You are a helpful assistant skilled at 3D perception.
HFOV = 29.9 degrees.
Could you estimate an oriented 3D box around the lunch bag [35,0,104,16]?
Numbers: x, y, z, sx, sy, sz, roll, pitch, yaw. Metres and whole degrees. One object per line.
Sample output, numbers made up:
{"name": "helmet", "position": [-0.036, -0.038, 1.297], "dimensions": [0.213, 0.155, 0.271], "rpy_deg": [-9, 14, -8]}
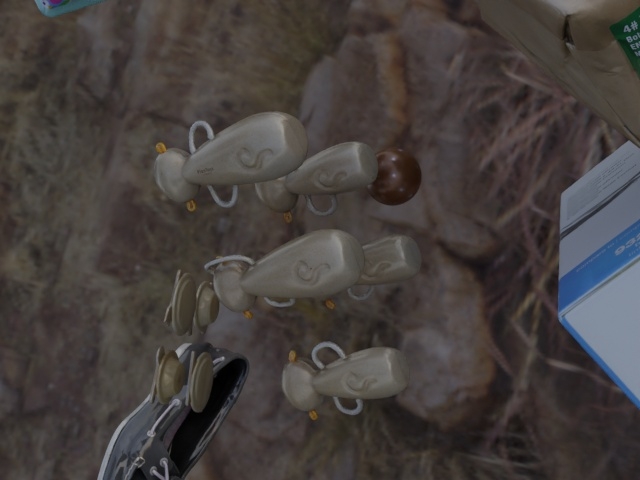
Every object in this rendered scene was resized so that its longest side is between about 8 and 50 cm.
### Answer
{"name": "lunch bag", "position": [-0.173, -0.365, 1.139], "dimensions": [0.160, 0.262, 0.223], "rpy_deg": [54, 153, 25]}

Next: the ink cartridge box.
{"name": "ink cartridge box", "position": [0.324, 0.049, 1.040], "dimensions": [0.129, 0.223, 0.307], "rpy_deg": [-41, 8, 22]}

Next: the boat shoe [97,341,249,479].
{"name": "boat shoe", "position": [-0.194, 0.259, 1.591], "dimensions": [0.095, 0.112, 0.335], "rpy_deg": [0, 39, 24]}

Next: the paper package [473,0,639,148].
{"name": "paper package", "position": [0.265, -0.275, 0.901], "dimensions": [0.325, 0.168, 0.309], "rpy_deg": [-41, 38, 5]}

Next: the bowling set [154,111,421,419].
{"name": "bowling set", "position": [0.000, 0.000, 1.080], "dimensions": [0.154, 0.200, 0.287], "rpy_deg": [-14, 103, 36]}

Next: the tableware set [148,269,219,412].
{"name": "tableware set", "position": [-0.137, 0.107, 1.245], "dimensions": [0.020, 0.168, 0.141], "rpy_deg": [7, 83, 15]}
